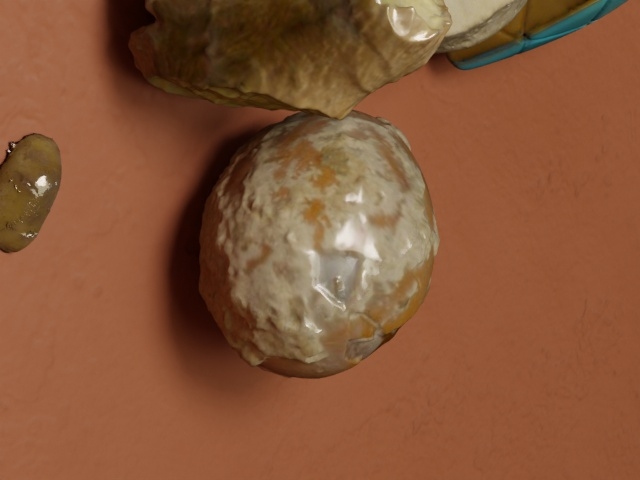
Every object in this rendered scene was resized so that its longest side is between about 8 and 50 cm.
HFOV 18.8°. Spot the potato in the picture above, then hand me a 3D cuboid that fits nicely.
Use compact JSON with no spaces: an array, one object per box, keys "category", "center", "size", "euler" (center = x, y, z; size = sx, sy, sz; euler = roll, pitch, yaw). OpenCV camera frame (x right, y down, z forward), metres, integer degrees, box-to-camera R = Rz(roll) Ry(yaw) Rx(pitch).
[{"category":"potato","center":[-0.219,-0.036,1.433],"size":[0.037,0.036,0.093],"euler":[24,81,-48]}]

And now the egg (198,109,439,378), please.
[{"category":"egg","center":[0.000,0.000,1.551],"size":[0.195,0.195,0.233],"euler":[52,49,-37]}]

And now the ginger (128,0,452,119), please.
[{"category":"ginger","center":[-0.025,-0.194,1.450],"size":[0.130,0.275,0.221],"euler":[-7,115,-67]}]

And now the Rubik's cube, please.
[{"category":"Rubik's cube","center":[0.205,-0.241,1.756],"size":[0.254,0.254,0.254],"euler":[-10,104,-44]}]

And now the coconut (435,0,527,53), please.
[{"category":"coconut","center":[0.076,-0.269,1.572],"size":[0.202,0.202,0.222],"euler":[-46,129,-30]}]
